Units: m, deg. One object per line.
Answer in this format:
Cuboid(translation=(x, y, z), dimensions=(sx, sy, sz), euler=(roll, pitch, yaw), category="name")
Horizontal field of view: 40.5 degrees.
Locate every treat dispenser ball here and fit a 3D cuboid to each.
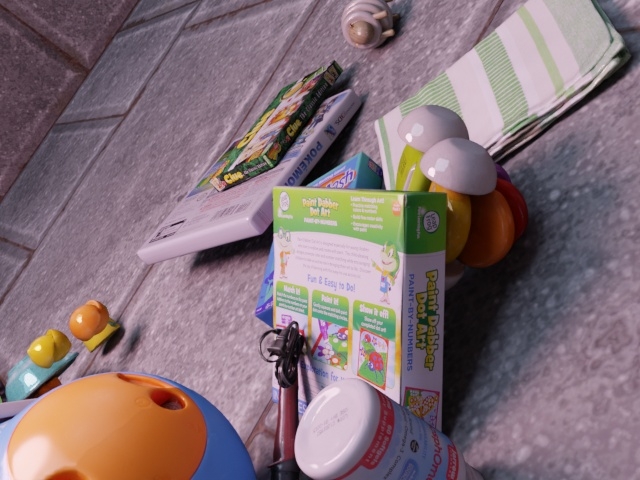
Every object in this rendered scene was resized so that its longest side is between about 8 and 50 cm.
Cuboid(translation=(-0.204, 0.277, 0.875), dimensions=(0.288, 0.288, 0.288), euler=(-37, 32, 28), category="treat dispenser ball")

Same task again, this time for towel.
Cuboid(translation=(0.200, -0.177, 1.052), dimensions=(0.325, 0.038, 0.248), euler=(-39, 30, 24), category="towel")

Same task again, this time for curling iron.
Cuboid(translation=(-0.042, 0.216, 0.872), dimensions=(0.035, 0.068, 0.274), euler=(-4, 77, 25), category="curling iron")

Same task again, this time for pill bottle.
Cuboid(translation=(0.063, 0.185, 0.716), dimensions=(0.087, 0.160, 0.087), euler=(-37, 32, 28), category="pill bottle")

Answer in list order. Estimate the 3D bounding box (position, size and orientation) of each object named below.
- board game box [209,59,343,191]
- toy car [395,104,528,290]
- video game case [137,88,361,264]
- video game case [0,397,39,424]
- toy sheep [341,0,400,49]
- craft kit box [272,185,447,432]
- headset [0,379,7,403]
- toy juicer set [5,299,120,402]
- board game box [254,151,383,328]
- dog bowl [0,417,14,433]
Cuboid(translation=(-0.067, -0.183, 1.370), dimensions=(0.136, 0.030, 0.259), euler=(-23, 27, 44), category="board game box")
Cuboid(translation=(0.140, -0.041, 0.890), dimensions=(0.182, 0.136, 0.159), euler=(-111, 31, -55), category="toy car")
Cuboid(translation=(-0.117, -0.094, 1.368), dimensions=(0.329, 0.036, 0.300), euler=(-14, 33, 50), category="video game case")
Cuboid(translation=(-0.536, 0.329, 1.433), dimensions=(0.285, 0.204, 0.025), euler=(-36, 68, 29), category="video game case")
Cuboid(translation=(0.077, -0.352, 1.389), dimensions=(0.091, 0.091, 0.132), euler=(-33, 20, 32), category="toy sheep")
Cuboid(translation=(0.029, 0.069, 0.880), dimensions=(0.250, 0.061, 0.246), euler=(10, 103, 58), category="craft kit box")
Cuboid(translation=(-0.683, 0.404, 1.535), dimensions=(0.185, 0.243, 0.394), euler=(8, 82, 49), category="headset")
Cuboid(translation=(-0.455, 0.225, 1.407), dimensions=(0.329, 0.089, 0.209), euler=(-42, 1, -23), category="toy juicer set")
Cuboid(translation=(0.000, 0.000, 1.139), dimensions=(0.160, 0.047, 0.210), euler=(-30, 34, 37), category="board game box")
Cuboid(translation=(-0.408, 0.361, 1.234), dimensions=(0.074, 0.166, 0.297), euler=(-36, 30, 7), category="dog bowl")
